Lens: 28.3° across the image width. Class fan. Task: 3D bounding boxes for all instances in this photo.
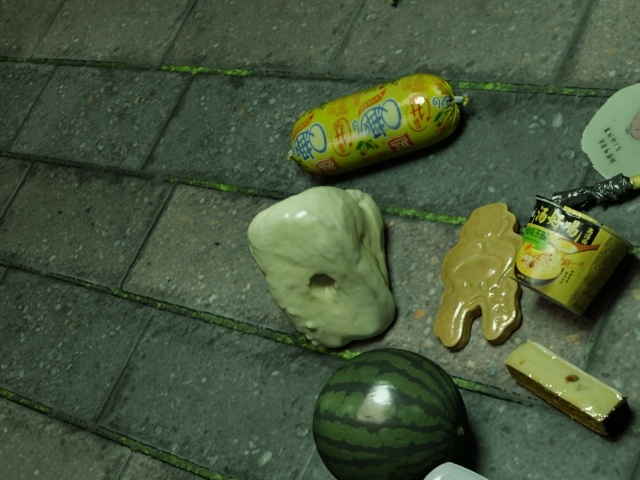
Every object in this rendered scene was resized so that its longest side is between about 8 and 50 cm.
[{"bbox_3d":[0.519,-0.202,1.836,0.310,0.010,0.182,-35,43,15],"label":"fan"}]

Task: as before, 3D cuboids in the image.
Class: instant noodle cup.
[{"bbox_3d":[0.335,0.024,1.737,0.151,0.151,0.122,31,94,48],"label":"instant noodle cup"}]

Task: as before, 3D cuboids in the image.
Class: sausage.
[{"bbox_3d":[0.084,-0.190,2.110,0.347,0.123,0.123,-16,51,30],"label":"sausage"}]

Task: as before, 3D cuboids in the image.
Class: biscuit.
[{"bbox_3d":[0.240,0.048,1.874,0.144,0.040,0.236,-8,58,30],"label":"biscuit"},{"bbox_3d":[0.326,0.192,1.679,0.056,0.052,0.188,-44,41,-13],"label":"biscuit"}]

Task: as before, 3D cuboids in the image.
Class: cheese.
[{"bbox_3d":[-0.002,0.000,1.964,0.173,0.248,0.251,-19,43,28],"label":"cheese"}]

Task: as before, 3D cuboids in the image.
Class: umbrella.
[{"bbox_3d":[0.397,-0.068,1.819,0.144,0.037,0.040,-16,37,35],"label":"umbrella"}]

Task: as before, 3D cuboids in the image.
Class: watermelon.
[{"bbox_3d":[0.096,0.247,1.716,0.212,0.212,0.212,-22,48,27],"label":"watermelon"}]

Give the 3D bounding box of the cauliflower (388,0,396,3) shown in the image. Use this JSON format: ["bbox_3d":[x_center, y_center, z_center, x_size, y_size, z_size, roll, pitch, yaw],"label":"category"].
[{"bbox_3d":[0.167,-0.592,2.239,0.281,0.260,0.327,-38,22,6],"label":"cauliflower"}]

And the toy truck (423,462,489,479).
[{"bbox_3d":[0.137,0.453,1.556,0.176,0.178,0.363,21,72,47],"label":"toy truck"}]
